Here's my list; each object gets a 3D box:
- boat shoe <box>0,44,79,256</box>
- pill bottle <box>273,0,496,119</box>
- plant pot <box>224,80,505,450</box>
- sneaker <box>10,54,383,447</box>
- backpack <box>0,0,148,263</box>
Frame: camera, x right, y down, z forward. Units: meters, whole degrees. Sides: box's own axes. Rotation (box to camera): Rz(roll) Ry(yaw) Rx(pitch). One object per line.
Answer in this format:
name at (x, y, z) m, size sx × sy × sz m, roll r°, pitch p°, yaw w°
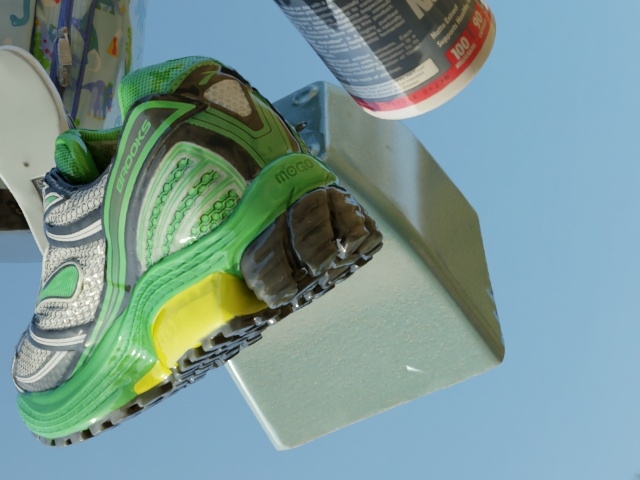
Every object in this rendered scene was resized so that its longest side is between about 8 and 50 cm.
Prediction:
boat shoe at (-0.202, -0.065, 0.859) m, size 0.083 × 0.065 × 0.183 m, roll -85°, pitch -19°, yaw -64°
pill bottle at (0.022, -0.168, 0.699) m, size 0.180 × 0.108 × 0.108 m, roll 45°, pitch -119°, yaw -39°
plant pot at (0.000, 0.000, 1.106) m, size 0.252 × 0.247 × 0.248 m, roll 54°, pitch -160°, yaw -31°
sneaker at (-0.098, 0.012, 0.651) m, size 0.134 × 0.343 × 0.146 m, roll -27°, pitch -98°, yaw -40°
backpack at (-0.296, -0.169, 1.166) m, size 0.290 × 0.273 × 0.355 m, roll 38°, pitch -137°, yaw -80°
